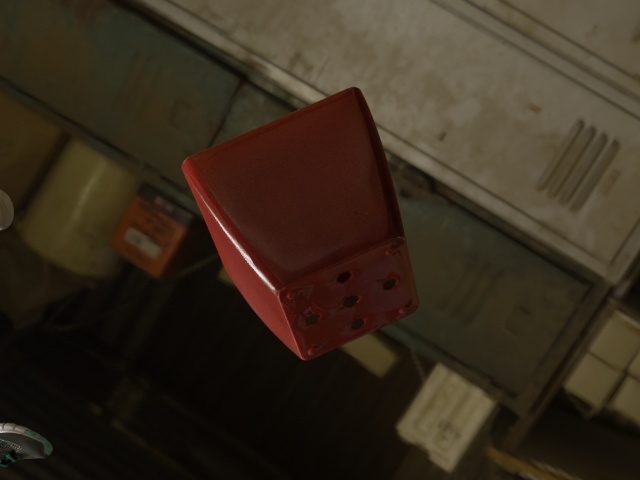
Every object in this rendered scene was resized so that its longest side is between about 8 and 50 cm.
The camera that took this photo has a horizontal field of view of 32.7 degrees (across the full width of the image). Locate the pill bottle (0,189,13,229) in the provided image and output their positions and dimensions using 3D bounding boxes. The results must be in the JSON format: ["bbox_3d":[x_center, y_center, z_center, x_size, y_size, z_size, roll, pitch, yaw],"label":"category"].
[{"bbox_3d":[-0.259,-0.016,0.773,0.043,0.043,0.083,36,-153,22],"label":"pill bottle"}]

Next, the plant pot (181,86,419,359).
[{"bbox_3d":[0.000,0.000,1.499,0.267,0.267,0.236,73,171,-52],"label":"plant pot"}]

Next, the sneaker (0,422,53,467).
[{"bbox_3d":[-0.407,0.264,1.335,0.166,0.076,0.065,1,153,17],"label":"sneaker"}]
